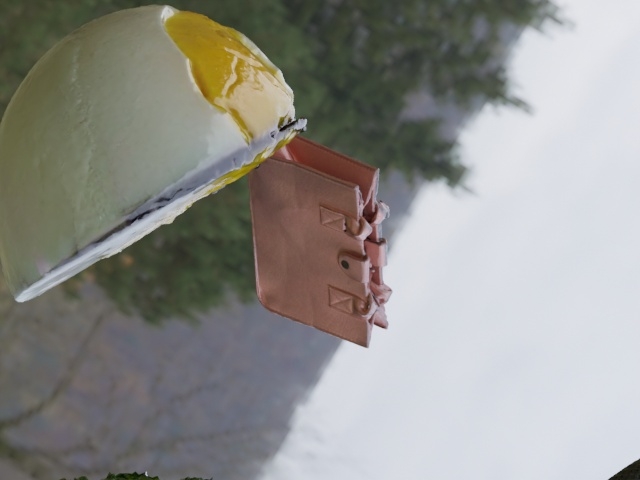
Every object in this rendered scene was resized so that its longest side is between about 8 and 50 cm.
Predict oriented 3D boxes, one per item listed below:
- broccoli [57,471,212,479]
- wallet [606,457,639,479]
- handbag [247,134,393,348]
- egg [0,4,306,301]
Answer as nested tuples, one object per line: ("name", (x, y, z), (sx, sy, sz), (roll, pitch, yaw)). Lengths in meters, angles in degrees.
("broccoli", (-0.112, 0.326, 1.357), (0.283, 0.321, 0.304), (-166, -85, -79))
("wallet", (0.203, 0.201, 1.223), (0.129, 0.088, 0.026), (-39, 177, 15))
("handbag", (0.000, 0.000, 1.943), (0.059, 0.157, 0.213), (-39, 139, -37))
("egg", (-0.188, -0.099, 1.734), (0.337, 0.201, 0.337), (-32, 178, -1))
